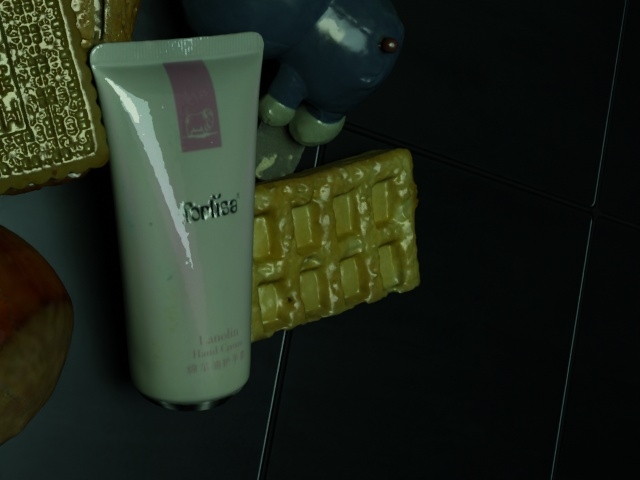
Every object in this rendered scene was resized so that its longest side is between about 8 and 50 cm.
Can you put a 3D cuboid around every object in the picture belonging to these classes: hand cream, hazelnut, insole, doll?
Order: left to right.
[{"bbox_3d":[-0.316,0.078,0.961,0.214,0.176,0.214,10,62,-20],"label":"hazelnut"},{"bbox_3d":[-0.127,-0.016,1.095,0.185,0.118,0.358,-12,111,-34],"label":"hand cream"},{"bbox_3d":[-0.032,-0.243,1.189,0.258,0.154,0.228,33,77,-21],"label":"doll"},{"bbox_3d":[-0.024,-0.180,1.279,0.081,0.011,0.248,27,76,-33],"label":"insole"}]

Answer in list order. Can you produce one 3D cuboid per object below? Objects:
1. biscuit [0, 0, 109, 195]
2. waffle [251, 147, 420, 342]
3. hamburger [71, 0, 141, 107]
[{"bbox_3d":[-0.285,-0.160,0.952,0.172,0.029,0.254,-17,102,-20],"label":"biscuit"},{"bbox_3d":[0.000,0.000,1.269,0.274,0.057,0.168,-17,106,-36],"label":"waffle"},{"bbox_3d":[-0.215,-0.232,1.054,0.124,0.131,0.262,6,93,-38],"label":"hamburger"}]
